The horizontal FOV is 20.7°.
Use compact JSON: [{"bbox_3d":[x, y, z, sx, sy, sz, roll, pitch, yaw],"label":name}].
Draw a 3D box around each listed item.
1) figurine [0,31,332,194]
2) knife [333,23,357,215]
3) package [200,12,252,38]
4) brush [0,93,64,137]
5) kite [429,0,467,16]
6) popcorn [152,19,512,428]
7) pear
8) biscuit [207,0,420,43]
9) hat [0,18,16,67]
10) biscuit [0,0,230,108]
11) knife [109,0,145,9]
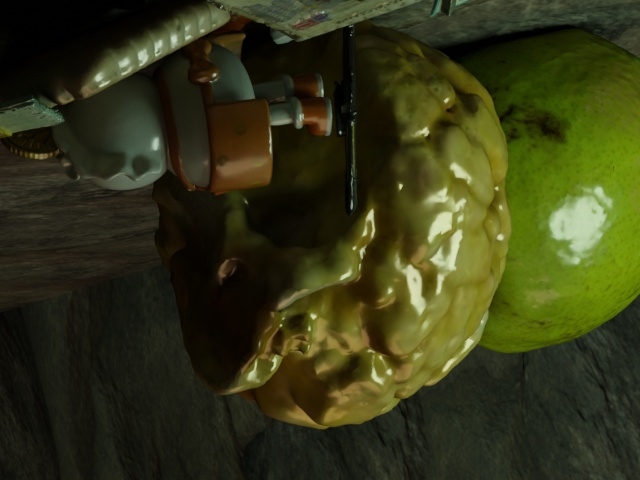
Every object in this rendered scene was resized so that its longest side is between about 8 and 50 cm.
[{"bbox_3d":[-0.126,-0.104,1.462,0.271,0.143,0.143,4,168,-21],"label":"figurine"},{"bbox_3d":[0.022,-0.133,1.522,0.021,0.222,0.045,-1,-166,-5],"label":"knife"},{"bbox_3d":[-0.100,-0.189,1.507,0.110,0.033,0.077,-17,158,-48],"label":"package"},{"bbox_3d":[-0.291,-0.068,1.257,0.205,0.011,0.083,-15,174,6],"label":"brush"},{"bbox_3d":[0.224,-0.265,1.247,0.406,0.014,0.368,-31,155,28],"label":"kite"},{"bbox_3d":[0.012,-0.016,1.725,0.390,0.354,0.344,-46,-142,-3],"label":"popcorn"},{"bbox_3d":[0.251,-0.067,2.058,0.391,0.391,0.391,-14,175,-1],"label":"pear"},{"bbox_3d":[-0.011,-0.209,1.266,0.186,0.079,0.309,-20,173,16],"label":"biscuit"},{"bbox_3d":[-0.309,-0.142,1.337,0.146,0.067,0.146,-27,-149,18],"label":"hat"},{"bbox_3d":[-0.245,-0.128,1.417,0.325,0.044,0.217,-14,-167,34],"label":"biscuit"},{"bbox_3d":[-0.145,-0.201,1.342,0.031,0.018,0.121,-10,174,-13],"label":"knife"}]
